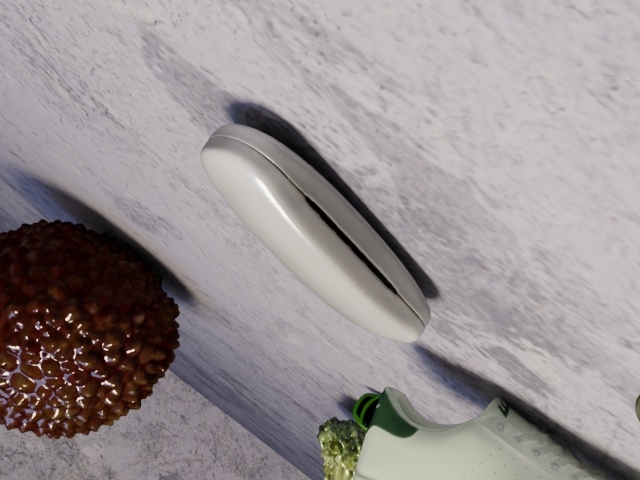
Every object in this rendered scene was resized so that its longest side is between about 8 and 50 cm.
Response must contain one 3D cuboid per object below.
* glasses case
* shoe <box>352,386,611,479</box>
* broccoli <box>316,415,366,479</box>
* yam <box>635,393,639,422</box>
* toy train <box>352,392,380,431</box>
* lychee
[{"bbox_3d":[0.000,0.000,0.582,0.197,0.049,0.076,46,162,-28],"label":"glasses case"},{"bbox_3d":[0.153,0.177,0.690,0.265,0.110,0.095,4,171,15],"label":"shoe"},{"bbox_3d":[0.012,0.379,1.099,0.221,0.361,0.252,43,126,4],"label":"broccoli"},{"bbox_3d":[0.199,0.050,0.236,0.093,0.093,0.259,44,162,-24],"label":"yam"},{"bbox_3d":[0.125,0.230,0.966,0.209,0.044,0.042,33,164,12],"label":"toy train"},{"bbox_3d":[-0.350,0.120,1.213,0.306,0.306,0.330,43,159,-20],"label":"lychee"}]
